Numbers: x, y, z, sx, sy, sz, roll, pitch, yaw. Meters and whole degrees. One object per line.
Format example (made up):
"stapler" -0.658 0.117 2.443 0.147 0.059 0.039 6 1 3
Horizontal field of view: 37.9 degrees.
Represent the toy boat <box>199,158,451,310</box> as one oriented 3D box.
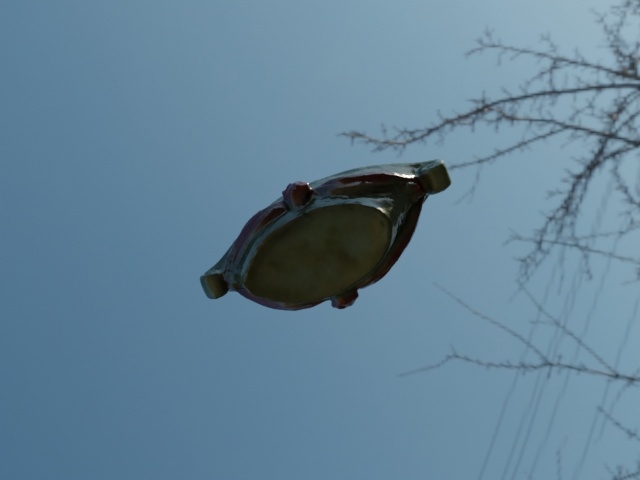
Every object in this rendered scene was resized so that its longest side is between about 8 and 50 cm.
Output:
"toy boat" 0.001 0.000 0.605 0.185 0.071 0.089 -25 -78 9
